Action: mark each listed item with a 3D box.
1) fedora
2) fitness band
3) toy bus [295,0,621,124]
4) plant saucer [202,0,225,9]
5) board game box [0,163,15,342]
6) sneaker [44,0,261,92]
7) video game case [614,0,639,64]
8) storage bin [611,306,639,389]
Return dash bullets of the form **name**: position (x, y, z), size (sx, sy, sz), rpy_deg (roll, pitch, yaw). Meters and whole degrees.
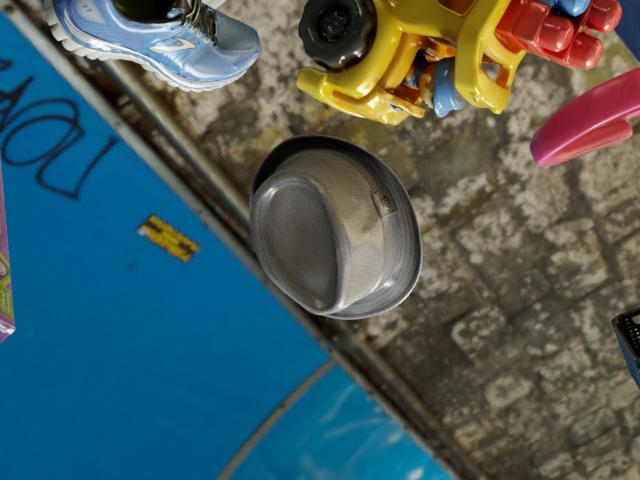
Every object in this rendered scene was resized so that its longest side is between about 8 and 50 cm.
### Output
- **fedora**: position (0.000, 0.000, 1.116), size (0.124, 0.243, 0.275), rpy_deg (-39, -63, -61)
- **fitness band**: position (0.393, -0.173, 1.075), size (0.054, 0.291, 0.209), rpy_deg (66, 153, 8)
- **toy bus**: position (0.117, -0.174, 0.681), size (0.211, 0.220, 0.149), rpy_deg (33, -167, 24)
- **plant saucer**: position (-0.281, -0.526, 1.289), size (0.400, 0.400, 0.100), rpy_deg (57, -147, -7)
- **board game box**: position (-0.433, -0.052, 0.914), size (0.208, 0.056, 0.347), rpy_deg (37, -164, -40)
- **sneaker**: position (-0.202, -0.302, 1.176), size (0.330, 0.147, 0.130), rpy_deg (2, -109, -46)
- **video game case**: position (0.484, -0.379, 1.312), size (0.244, 0.061, 0.269), rpy_deg (-4, -121, -51)
- **storage bin**: position (0.482, 0.150, 1.151), size (0.180, 0.122, 0.084), rpy_deg (-59, -53, -75)
